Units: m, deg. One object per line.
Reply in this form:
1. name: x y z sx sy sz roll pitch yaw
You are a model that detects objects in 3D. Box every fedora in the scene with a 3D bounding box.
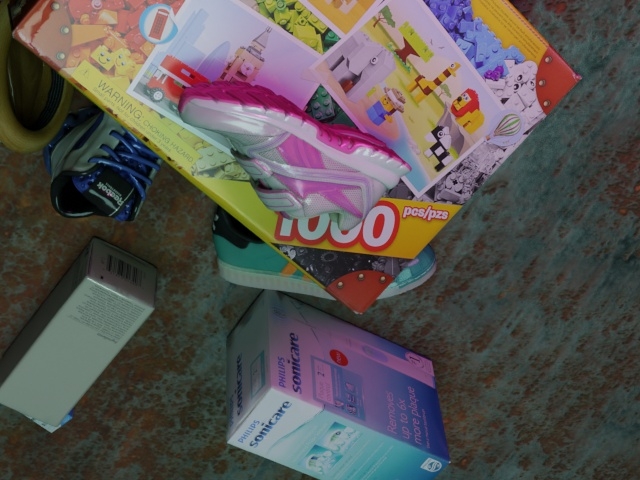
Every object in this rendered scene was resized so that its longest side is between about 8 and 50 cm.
1. fedora: -0.362 -0.200 1.517 0.079 0.194 0.194 7 132 23

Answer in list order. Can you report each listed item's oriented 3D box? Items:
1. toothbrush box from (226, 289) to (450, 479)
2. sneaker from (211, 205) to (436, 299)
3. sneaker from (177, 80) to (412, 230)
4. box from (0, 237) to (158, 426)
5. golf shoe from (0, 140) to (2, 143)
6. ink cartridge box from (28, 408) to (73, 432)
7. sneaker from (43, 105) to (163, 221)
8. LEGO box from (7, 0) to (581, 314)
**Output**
1. toothbrush box: 0.019 0.225 1.831 0.295 0.216 0.126 25 121 -20
2. sneaker: 0.000 0.000 1.697 0.302 0.108 0.121 2 130 12
3. sneaker: -0.035 -0.079 1.305 0.252 0.103 0.111 22 103 -21
4. box: -0.344 0.132 1.809 0.113 0.094 0.275 30 121 -24
5. golf shoe: -0.423 -0.135 1.581 0.186 0.067 0.086 -36 128 -23
6. ink cartridge box: -0.417 0.247 1.934 0.048 0.028 0.083 -35 122 21
7. sneaker: -0.218 -0.119 1.569 0.315 0.182 0.127 -36 123 22
8. LEGO box: -0.028 -0.221 1.415 0.500 0.193 0.372 39 97 -25
